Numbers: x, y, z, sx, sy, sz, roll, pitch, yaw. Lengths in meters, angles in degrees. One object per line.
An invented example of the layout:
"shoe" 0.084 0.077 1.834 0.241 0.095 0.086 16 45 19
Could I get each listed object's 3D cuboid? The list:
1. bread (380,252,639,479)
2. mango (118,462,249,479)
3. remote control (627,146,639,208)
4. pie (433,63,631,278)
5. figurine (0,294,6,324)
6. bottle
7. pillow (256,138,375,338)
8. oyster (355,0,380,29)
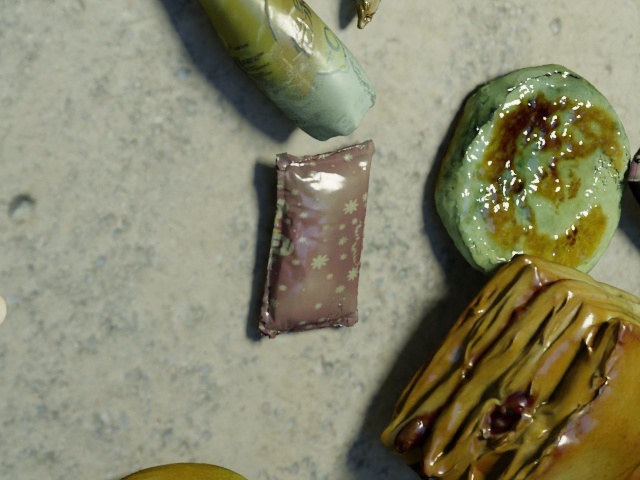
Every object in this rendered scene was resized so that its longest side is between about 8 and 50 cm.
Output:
"bread" 0.253 0.182 1.809 0.324 0.167 0.277 30 100 -38
"mango" -0.146 0.272 1.651 0.227 0.099 0.136 -24 110 -34
"remote control" 0.370 -0.019 1.918 0.212 0.028 0.059 52 55 -43
"pie" 0.215 -0.058 1.822 0.241 0.054 0.240 -7 104 -32
"figurine" -0.341 0.076 1.454 0.200 0.133 0.276 -24 113 -22
"bottle" -0.056 -0.196 1.597 0.083 0.083 0.269 -51 121 -12
"pillow" 0.000 0.000 1.705 0.118 0.043 0.185 -6 105 -34
"oyster" 0.051 -0.242 1.684 0.093 0.034 0.051 -54 140 -23
